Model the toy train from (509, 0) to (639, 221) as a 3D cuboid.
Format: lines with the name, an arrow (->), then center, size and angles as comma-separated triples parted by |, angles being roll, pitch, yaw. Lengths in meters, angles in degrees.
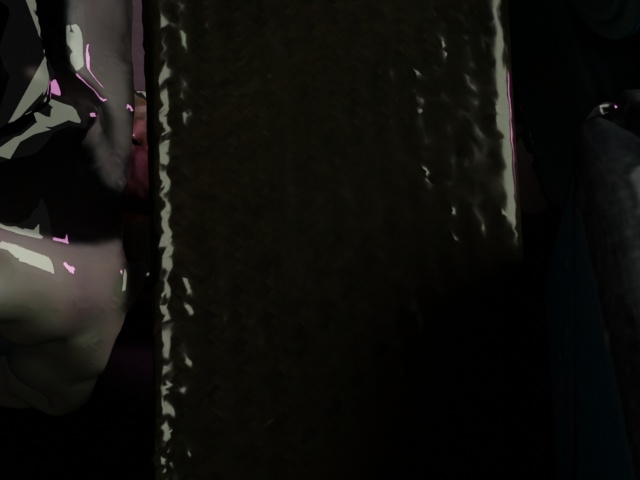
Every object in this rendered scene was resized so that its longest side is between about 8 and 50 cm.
toy train -> 0.146, -0.084, 0.504 | 0.163, 0.112, 0.203 | -163, -126, -76

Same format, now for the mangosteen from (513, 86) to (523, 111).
mangosteen -> 0.135, -0.122, 0.900 | 0.200, 0.200, 0.200 | 34, 38, -31

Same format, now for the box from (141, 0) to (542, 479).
box -> -0.003, 0.000, 0.508 | 0.143, 0.184, 0.273 | 0, 77, -6

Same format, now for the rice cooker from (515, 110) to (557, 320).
rice cooker -> 0.182, 0.047, 0.727 | 0.288, 0.277, 0.288 | 35, 38, -33

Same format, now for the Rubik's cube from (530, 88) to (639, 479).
Rubik's cube -> 0.203, 0.114, 0.387 | 0.255, 0.260, 0.259 | -2, 52, -3

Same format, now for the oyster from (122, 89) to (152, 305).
oyster -> -0.058, -0.026, 0.661 | 0.163, 0.081, 0.191 | 57, 28, 10

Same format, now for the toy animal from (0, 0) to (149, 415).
toy animal -> -0.150, -0.046, 0.443 | 0.156, 0.204, 0.208 | 6, 67, -19
